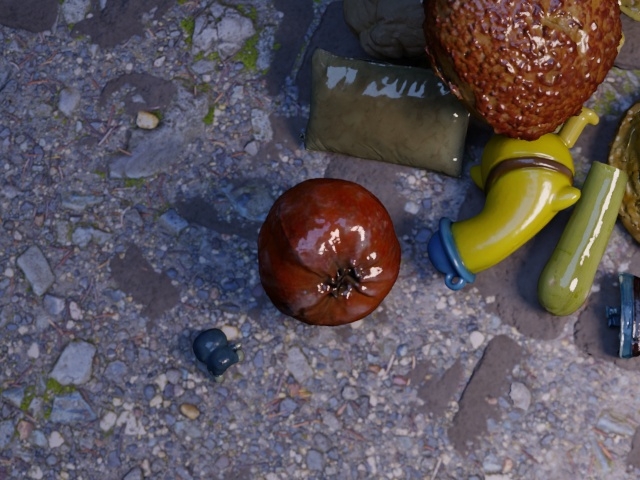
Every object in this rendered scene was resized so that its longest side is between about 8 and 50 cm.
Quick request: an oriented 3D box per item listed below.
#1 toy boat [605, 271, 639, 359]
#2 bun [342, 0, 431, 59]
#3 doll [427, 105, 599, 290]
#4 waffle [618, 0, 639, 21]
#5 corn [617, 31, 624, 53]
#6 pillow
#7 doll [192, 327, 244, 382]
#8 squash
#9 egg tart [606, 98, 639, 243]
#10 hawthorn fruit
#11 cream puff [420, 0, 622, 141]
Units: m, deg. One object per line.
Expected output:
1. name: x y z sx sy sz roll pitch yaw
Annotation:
1. toy boat: 0.472 0.115 1.455 0.061 0.060 0.137 -3 76 38
2. bun: 0.172 -0.415 1.619 0.281 0.205 0.281 -5 34 3
3. doll: 0.307 -0.072 1.505 0.199 0.145 0.363 30 84 45
4. waffle: 0.514 -0.469 1.579 0.300 0.058 0.282 27 53 6
5. corn: 0.393 -0.409 1.618 0.123 0.122 0.305 -44 63 27
6. pillow: 0.109 -0.220 1.613 0.302 0.075 0.185 12 110 17
7. doll: -0.174 0.185 1.589 0.076 0.050 0.083 -41 66 -7
8. squash: 0.411 0.002 1.475 0.083 0.083 0.250 23 91 19
9. egg tart: 0.612 -0.121 1.463 0.341 0.129 0.341 -4 71 11
10. hawthorn fruit: 0.000 0.000 1.535 0.242 0.242 0.272 -31 37 2
11. cream puff: 0.316 -0.326 1.395 0.228 0.350 0.350 -9 66 47
